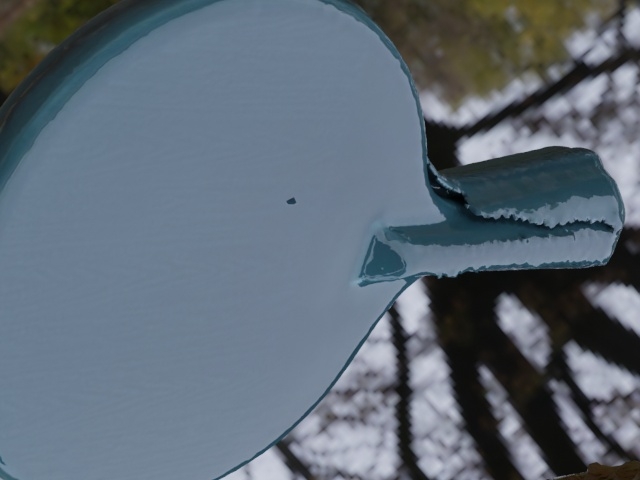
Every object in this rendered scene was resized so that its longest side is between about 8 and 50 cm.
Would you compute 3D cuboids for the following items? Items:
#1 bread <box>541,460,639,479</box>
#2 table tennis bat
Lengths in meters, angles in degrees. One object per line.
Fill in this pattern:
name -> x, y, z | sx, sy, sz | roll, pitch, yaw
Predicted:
bread -> 0.111, 0.171, 0.708 | 0.305, 0.159, 0.305 | -13, 180, 0
table tennis bat -> 0.000, 0.000, 0.444 | 0.201, 0.124, 0.033 | -7, -150, -45
